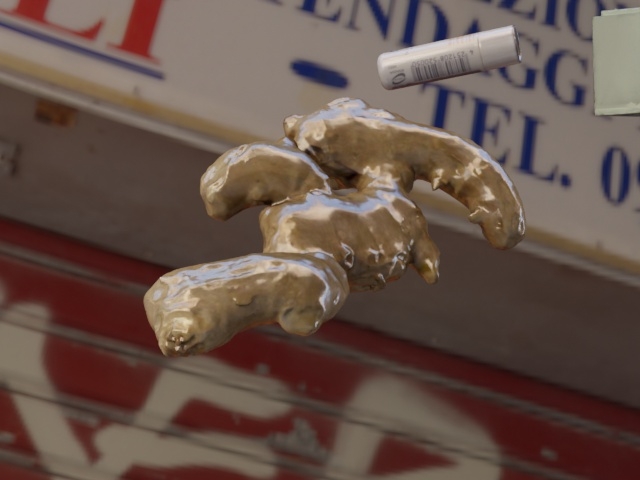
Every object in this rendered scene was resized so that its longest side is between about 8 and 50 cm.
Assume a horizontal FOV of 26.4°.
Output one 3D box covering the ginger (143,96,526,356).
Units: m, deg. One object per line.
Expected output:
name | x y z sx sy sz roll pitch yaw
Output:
ginger | -0.009 -0.009 0.760 0.149 0.259 0.065 38 -45 29

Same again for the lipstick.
lipstick | 0.127 -0.181 1.357 0.141 0.040 0.040 -11 -35 14

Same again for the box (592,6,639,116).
box | 0.337 -0.141 1.038 0.129 0.086 0.225 -4 4 -43
